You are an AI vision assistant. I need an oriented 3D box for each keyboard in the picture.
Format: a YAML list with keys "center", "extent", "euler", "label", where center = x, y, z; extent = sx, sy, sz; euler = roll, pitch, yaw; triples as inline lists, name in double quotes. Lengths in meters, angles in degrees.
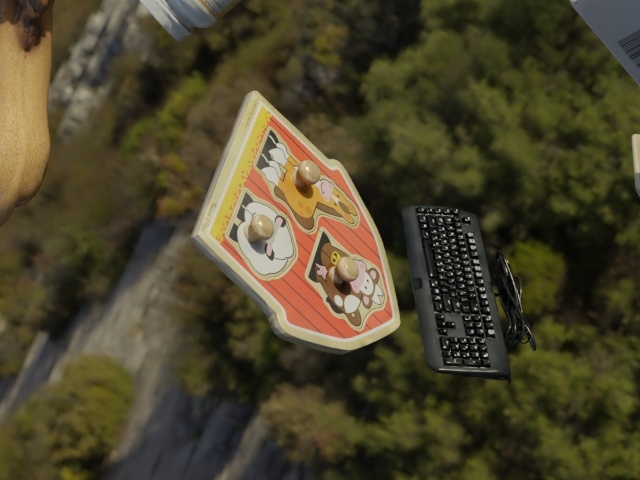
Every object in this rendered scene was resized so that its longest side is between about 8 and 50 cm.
- center: [0.128, 0.034, 1.296]
  extent: [0.038, 0.100, 0.192]
  euler: [111, 160, -43]
  label: "keyboard"

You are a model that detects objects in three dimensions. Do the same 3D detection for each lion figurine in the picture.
- center: [-0.284, -0.148, 1.341]
  extent: [0.240, 0.142, 0.392]
  euler: [8, 106, 58]
  label: "lion figurine"

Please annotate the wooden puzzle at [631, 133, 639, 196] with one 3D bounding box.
- center: [0.572, -0.155, 2.249]
  extent: [0.239, 0.044, 0.221]
  euler: [-21, 22, 19]
  label: "wooden puzzle"

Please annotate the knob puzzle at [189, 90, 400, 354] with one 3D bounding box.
- center: [0.000, 0.000, 1.142]
  extent: [0.030, 0.213, 0.213]
  euler: [-29, 34, 34]
  label: "knob puzzle"

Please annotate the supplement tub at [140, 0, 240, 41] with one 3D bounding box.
- center: [-0.145, -0.365, 1.966]
  extent: [0.200, 0.144, 0.144]
  euler: [-40, 20, 5]
  label: "supplement tub"

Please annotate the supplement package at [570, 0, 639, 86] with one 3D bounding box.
- center: [0.311, -0.303, 1.384]
  extent: [0.198, 0.199, 0.262]
  euler: [-30, 51, 20]
  label: "supplement package"
